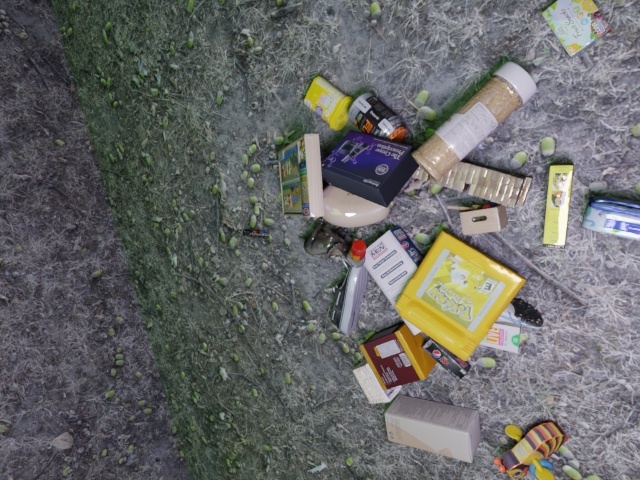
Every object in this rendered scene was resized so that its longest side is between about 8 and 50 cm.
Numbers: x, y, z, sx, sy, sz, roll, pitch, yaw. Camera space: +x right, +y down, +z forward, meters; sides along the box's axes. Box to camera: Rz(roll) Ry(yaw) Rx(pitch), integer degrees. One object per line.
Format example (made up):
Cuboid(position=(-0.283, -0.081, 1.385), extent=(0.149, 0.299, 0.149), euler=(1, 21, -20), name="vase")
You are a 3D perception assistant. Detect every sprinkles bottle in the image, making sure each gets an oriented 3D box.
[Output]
Cuboid(position=(0.429, -0.332, 1.157), extent=(0.355, 0.121, 0.121), euler=(-44, 75, 15), name="sprinkles bottle")

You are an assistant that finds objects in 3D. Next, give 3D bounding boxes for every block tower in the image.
Cuboid(position=(0.461, -0.194, 1.253), extent=(0.336, 0.097, 0.090), euler=(22, 114, 28), name="block tower")

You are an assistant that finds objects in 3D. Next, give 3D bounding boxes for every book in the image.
Cuboid(position=(0.581, 0.311, 1.345), extent=(0.144, 0.035, 0.096), euler=(6, 110, 32), name="book")

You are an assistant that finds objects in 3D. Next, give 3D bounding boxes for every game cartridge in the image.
Cuboid(position=(0.426, 0.174, 1.286), extent=(0.285, 0.053, 0.323), euler=(34, 108, 19), name="game cartridge")

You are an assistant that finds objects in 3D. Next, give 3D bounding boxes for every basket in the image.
Cuboid(position=(0.222, 0.547, 1.609), extent=(0.103, 0.113, 0.167), euler=(-33, 83, 40), name="basket")

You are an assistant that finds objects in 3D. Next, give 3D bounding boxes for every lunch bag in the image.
Cuboid(position=(0.785, -0.049, 1.011), extent=(0.219, 0.176, 0.090), euler=(19, 113, 31), name="lunch bag")

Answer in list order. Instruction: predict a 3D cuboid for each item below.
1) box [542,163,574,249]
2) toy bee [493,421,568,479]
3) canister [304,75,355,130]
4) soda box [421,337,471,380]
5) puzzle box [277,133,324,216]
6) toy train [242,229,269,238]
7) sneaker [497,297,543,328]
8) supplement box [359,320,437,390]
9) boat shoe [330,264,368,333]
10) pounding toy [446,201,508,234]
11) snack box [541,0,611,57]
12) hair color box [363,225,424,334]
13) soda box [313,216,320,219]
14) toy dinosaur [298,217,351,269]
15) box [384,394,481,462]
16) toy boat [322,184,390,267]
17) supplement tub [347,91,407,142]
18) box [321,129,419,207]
Cuboid(position=(0.668, -0.097, 1.139), extent=(0.058, 0.087, 0.232), euler=(6, 104, 32), name="box")
Cuboid(position=(0.652, 0.709, 1.297), extent=(0.195, 0.162, 0.298), euler=(-163, 89, -70), name="toy bee")
Cuboid(position=(0.031, -0.505, 1.486), extent=(0.170, 0.073, 0.126), euler=(44, 123, 19), name="canister")
Cuboid(position=(0.448, 0.412, 1.444), extent=(0.169, 0.060, 0.053), euler=(43, 124, 18), name="soda box")
Cuboid(position=(-0.082, -0.222, 1.498), extent=(0.409, 0.052, 0.271), euler=(-170, 74, -72), name="puzzle box")
Cuboid(position=(-0.299, -0.031, 1.874), extent=(0.158, 0.027, 0.036), euler=(7, 96, 34), name="toy train")
Cuboid(position=(0.581, 0.227, 1.298), extent=(0.237, 0.085, 0.086), euler=(17, 138, 27), name="sneaker")
Cuboid(position=(0.289, 0.426, 1.516), extent=(0.194, 0.129, 0.191), euler=(-32, 83, 36), name="supplement box")
Cuboid(position=(0.097, 0.216, 1.600), extent=(0.119, 0.121, 0.335), euler=(23, 116, 27), name="boat shoe")
Cuboid(position=(0.482, -0.078, 1.245), extent=(0.141, 0.130, 0.100), euler=(-7, 98, 36), name="pounding toy")
Cuboid(position=(0.660, -0.565, 1.048), extent=(0.100, 0.037, 0.141), euler=(-34, 82, 38), name="snack box")
Cuboid(position=(0.308, 0.138, 1.440), extent=(0.174, 0.105, 0.347), euler=(-42, 77, 33), name="hair color box")
Cuboid(position=(0.042, -0.144, 1.580), extent=(0.181, 0.061, 0.058), euler=(-29, 85, 37), name="soda box")
Cuboid(position=(0.000, 0.000, 1.582), extent=(0.314, 0.160, 0.121), euler=(6, 150, 36), name="toy dinosaur")
Cuboid(position=(0.411, 0.682, 1.491), extent=(0.311, 0.148, 0.121), euler=(-2, 102, 37), name="box")
Cuboid(position=(0.116, -0.069, 1.424), extent=(0.268, 0.148, 0.318), euler=(-2, 66, -1), name="toy boat")
Cuboid(position=(0.193, -0.399, 1.371), extent=(0.190, 0.117, 0.117), euler=(47, 124, 16), name="supplement tub")
Cuboid(position=(0.153, -0.239, 1.314), extent=(0.261, 0.103, 0.184), euler=(28, 77, 39), name="box")
